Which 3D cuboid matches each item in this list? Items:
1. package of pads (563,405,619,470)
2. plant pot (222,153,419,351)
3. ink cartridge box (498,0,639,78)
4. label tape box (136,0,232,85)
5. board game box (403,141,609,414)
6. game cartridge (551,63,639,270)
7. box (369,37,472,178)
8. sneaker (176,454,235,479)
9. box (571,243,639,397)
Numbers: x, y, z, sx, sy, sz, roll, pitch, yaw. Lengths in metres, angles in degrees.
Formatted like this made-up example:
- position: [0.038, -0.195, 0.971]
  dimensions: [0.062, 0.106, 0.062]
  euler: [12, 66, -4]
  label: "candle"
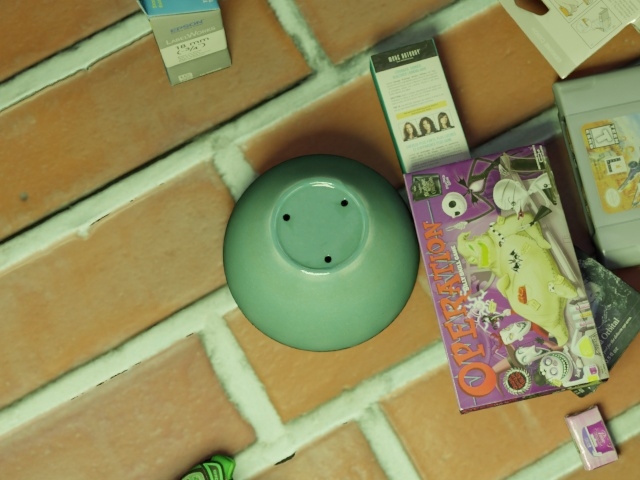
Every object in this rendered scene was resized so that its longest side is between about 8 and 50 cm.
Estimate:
- position: [0.384, 0.280, 1.715]
  dimensions: [0.050, 0.032, 0.083]
  euler: [-21, 79, -2]
  label: "package of pads"
- position: [0.000, 0.000, 1.696]
  dimensions: [0.290, 0.195, 0.290]
  euler: [0, 77, 1]
  label: "plant pot"
- position: [0.390, -0.421, 1.814]
  dimensions: [0.261, 0.066, 0.296]
  euler: [-41, 64, 18]
  label: "ink cartridge box"
- position: [-0.217, -0.393, 1.711]
  dimensions: [0.106, 0.333, 0.240]
  euler: [-17, 79, -3]
  label: "label tape box"
- position: [0.252, 0.049, 1.674]
  dimensions: [0.208, 0.056, 0.346]
  euler: [-15, 73, 7]
  label: "board game box"
- position: [0.473, -0.115, 1.790]
  dimensions: [0.198, 0.062, 0.297]
  euler: [-13, 78, 2]
  label: "game cartridge"
- position: [0.153, -0.169, 1.799]
  dimensions: [0.101, 0.060, 0.244]
  euler: [-16, 78, -2]
  label: "box"
- position: [-0.065, 0.430, 1.637]
  dimensions: [0.343, 0.134, 0.146]
  euler: [43, 81, 9]
  label: "sneaker"
- position: [0.362, 0.113, 1.721]
  dimensions: [0.158, 0.093, 0.156]
  euler: [37, 81, 9]
  label: "box"
